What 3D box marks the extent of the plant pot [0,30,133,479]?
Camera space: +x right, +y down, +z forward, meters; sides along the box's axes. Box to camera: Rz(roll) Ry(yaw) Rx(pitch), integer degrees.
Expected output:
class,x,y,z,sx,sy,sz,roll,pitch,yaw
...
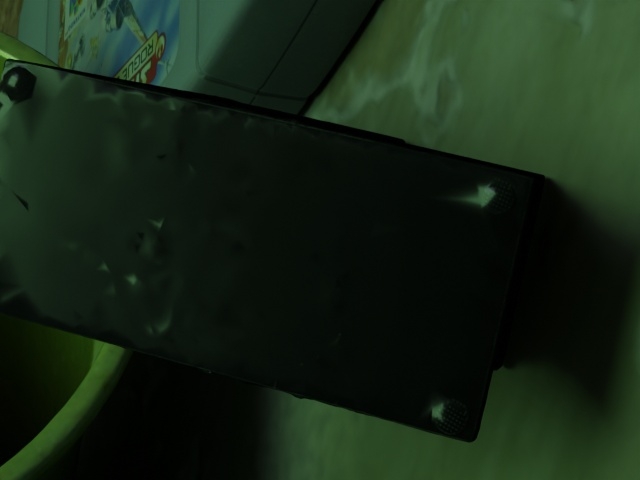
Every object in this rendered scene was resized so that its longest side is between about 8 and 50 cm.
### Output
class,x,y,z,sx,sy,sz,roll,pitch,yaw
plant pot,-0.204,0.083,0.775,0.254,0.276,0.276,94,167,-50

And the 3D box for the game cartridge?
class,x,y,z,sx,sy,sz,roll,pitch,yaw
game cartridge,-0.064,-0.110,0.797,0.297,0.062,0.198,-36,45,55

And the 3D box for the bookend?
class,x,y,z,sx,sy,sz,roll,pitch,yaw
bookend,0.000,0.000,0.575,0.157,0.156,0.072,-1,-76,-71
